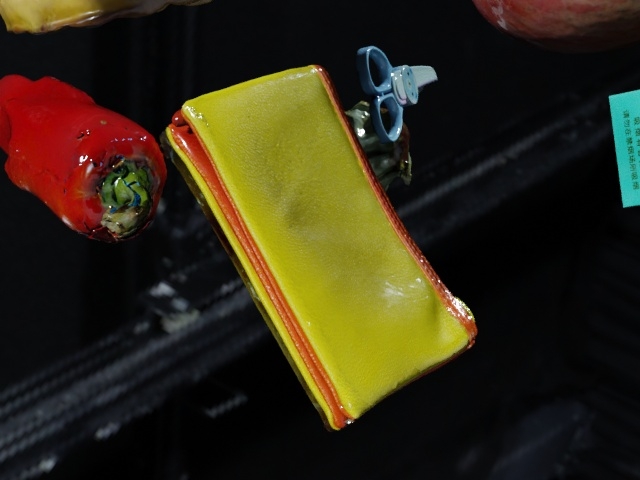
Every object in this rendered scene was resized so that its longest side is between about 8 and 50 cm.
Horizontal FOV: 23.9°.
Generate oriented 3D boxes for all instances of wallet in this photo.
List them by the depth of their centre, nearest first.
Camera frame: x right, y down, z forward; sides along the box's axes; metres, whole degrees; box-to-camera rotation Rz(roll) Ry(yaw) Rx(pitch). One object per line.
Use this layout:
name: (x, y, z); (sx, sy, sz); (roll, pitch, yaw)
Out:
wallet: (0.000, 0.000, 1.053); (0.141, 0.067, 0.241); (-26, -95, -39)

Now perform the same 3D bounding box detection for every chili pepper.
chili pepper: (-0.223, -0.077, 1.334); (0.110, 0.387, 0.110); (-14, -64, -30)

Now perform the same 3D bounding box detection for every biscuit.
biscuit: (-0.221, -0.303, 1.708); (0.296, 0.296, 0.102); (-25, -71, -40)

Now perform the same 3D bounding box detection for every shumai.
shumai: (0.076, -0.111, 2.214); (0.184, 0.142, 0.184); (7, -90, -69)

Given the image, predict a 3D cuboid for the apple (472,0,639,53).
apple: (0.274, -0.324, 1.385); (0.345, 0.269, 0.345); (-173, 90, -86)

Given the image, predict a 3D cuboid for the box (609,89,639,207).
box: (0.495, -0.136, 2.032); (0.042, 0.226, 0.161); (-8, -90, -39)

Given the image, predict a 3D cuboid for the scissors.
scissors: (0.107, -0.203, 2.009); (0.256, 0.030, 0.125); (-28, -75, -65)
